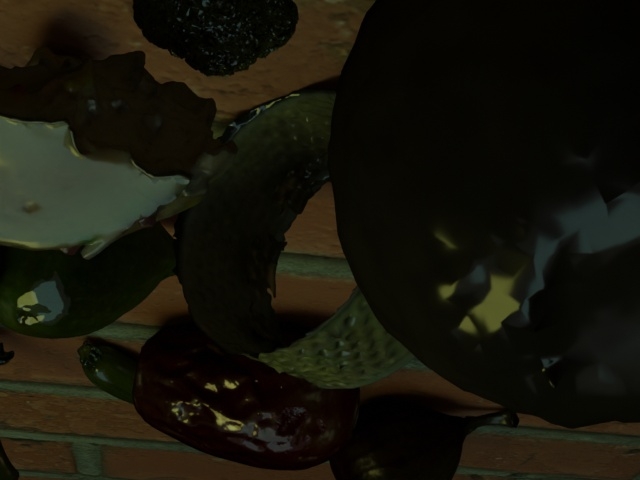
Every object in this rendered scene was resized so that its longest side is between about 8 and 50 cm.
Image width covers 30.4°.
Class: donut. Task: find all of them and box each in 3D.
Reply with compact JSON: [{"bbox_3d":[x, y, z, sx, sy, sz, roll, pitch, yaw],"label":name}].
[{"bbox_3d":[-0.238,-0.161,0.830,0.307,0.150,0.371,-12,122,5],"label":"donut"}]

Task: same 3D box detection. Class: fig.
[{"bbox_3d":[-0.243,0.010,1.311,0.275,0.206,0.206,6,157,-38],"label":"fig"},{"bbox_3d":[0.180,0.346,1.949,0.321,0.217,0.217,-16,157,-14],"label":"fig"}]

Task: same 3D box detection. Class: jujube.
[{"bbox_3d":[-0.101,0.214,1.670,0.318,0.223,0.223,10,153,2],"label":"jujube"}]

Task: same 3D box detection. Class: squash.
[{"bbox_3d":[-0.285,0.221,1.836,0.069,0.069,0.258,-18,147,35],"label":"squash"}]

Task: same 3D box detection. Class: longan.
[{"bbox_3d":[0.206,-0.056,0.879,0.404,0.404,0.436,-8,159,20],"label":"longan"}]

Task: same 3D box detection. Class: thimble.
[{"bbox_3d":[0.000,0.000,1.154,0.271,0.271,0.150,-17,150,34],"label":"thimble"}]

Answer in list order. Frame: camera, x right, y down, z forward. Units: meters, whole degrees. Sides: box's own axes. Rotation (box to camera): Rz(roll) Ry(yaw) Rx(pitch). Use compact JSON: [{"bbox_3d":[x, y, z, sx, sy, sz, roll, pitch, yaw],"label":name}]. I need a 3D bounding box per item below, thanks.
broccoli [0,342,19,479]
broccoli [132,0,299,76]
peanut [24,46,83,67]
[{"bbox_3d":[-0.514,0.222,1.691,0.177,0.198,0.275,-33,107,21],"label":"broccoli"},{"bbox_3d":[-0.085,-0.196,0.939,0.131,0.130,0.120,-27,-165,1],"label":"broccoli"},{"bbox_3d":[-0.246,-0.124,1.123,0.082,0.082,0.187,3,154,0],"label":"peanut"}]
